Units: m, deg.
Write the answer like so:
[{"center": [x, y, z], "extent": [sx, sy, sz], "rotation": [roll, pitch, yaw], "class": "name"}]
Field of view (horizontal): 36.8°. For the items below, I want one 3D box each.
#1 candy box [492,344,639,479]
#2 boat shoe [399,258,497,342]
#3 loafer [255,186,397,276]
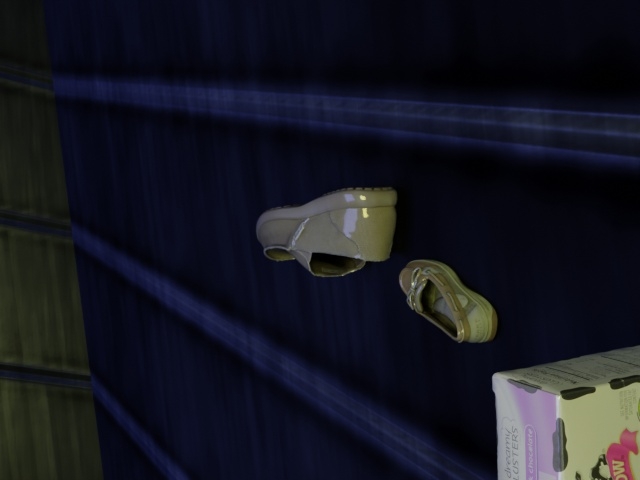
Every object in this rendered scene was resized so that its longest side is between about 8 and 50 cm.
[{"center": [0.218, 0.161, 0.662], "extent": [0.070, 0.196, 0.164], "rotation": [10, 105, 62], "class": "candy box"}, {"center": [0.120, 0.062, 0.995], "extent": [0.153, 0.048, 0.056], "rotation": [42, 132, 52], "class": "boat shoe"}, {"center": [0.000, 0.000, 1.159], "extent": [0.268, 0.102, 0.092], "rotation": [-20, 72, 62], "class": "loafer"}]
